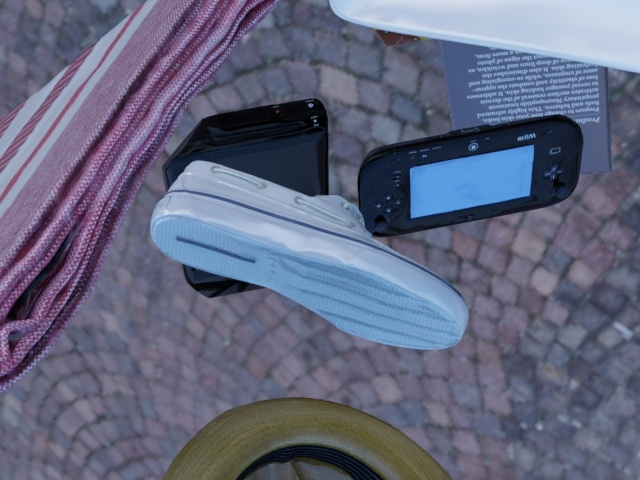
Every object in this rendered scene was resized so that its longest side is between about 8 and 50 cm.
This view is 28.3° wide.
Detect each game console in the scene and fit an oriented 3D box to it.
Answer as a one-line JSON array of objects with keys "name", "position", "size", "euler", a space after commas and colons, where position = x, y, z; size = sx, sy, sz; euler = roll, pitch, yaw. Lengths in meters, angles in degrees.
[{"name": "game console", "position": [0.051, -0.049, 1.085], "size": [0.213, 0.362, 0.044], "euler": [88, 169, -56]}]

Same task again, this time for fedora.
[{"name": "fedora", "position": [-0.008, 0.179, 0.643], "size": [0.194, 0.194, 0.079], "euler": [44, 150, 3]}]

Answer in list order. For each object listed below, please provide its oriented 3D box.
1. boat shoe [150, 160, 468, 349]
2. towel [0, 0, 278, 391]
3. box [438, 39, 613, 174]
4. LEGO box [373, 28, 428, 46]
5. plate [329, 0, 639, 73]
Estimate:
[{"name": "boat shoe", "position": [0.000, 0.000, 0.870], "size": [0.226, 0.075, 0.083], "euler": [22, 144, -2]}, {"name": "towel", "position": [-0.163, 0.003, 0.601], "size": [0.037, 0.237, 0.329], "euler": [42, 144, -20]}, {"name": "box", "position": [0.235, -0.248, 1.477], "size": [0.191, 0.143, 0.381], "euler": [-5, 134, 10]}, {"name": "LEGO box", "position": [0.097, -0.568, 1.806], "size": [0.193, 0.372, 0.500], "euler": [-7, 156, 22]}, {"name": "plate", "position": [0.127, -0.222, 0.603], "size": [0.278, 0.045, 0.277], "euler": [16, 122, 29]}]
